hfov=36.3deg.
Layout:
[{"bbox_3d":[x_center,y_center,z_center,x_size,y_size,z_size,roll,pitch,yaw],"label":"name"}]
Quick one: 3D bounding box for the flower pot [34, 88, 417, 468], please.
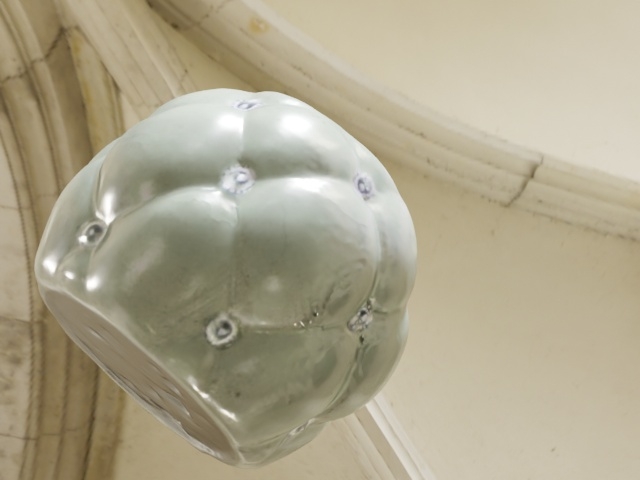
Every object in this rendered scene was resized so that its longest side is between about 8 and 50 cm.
[{"bbox_3d":[-0.055,0.019,0.645,0.246,0.246,0.195,34,-115,16],"label":"flower pot"}]
